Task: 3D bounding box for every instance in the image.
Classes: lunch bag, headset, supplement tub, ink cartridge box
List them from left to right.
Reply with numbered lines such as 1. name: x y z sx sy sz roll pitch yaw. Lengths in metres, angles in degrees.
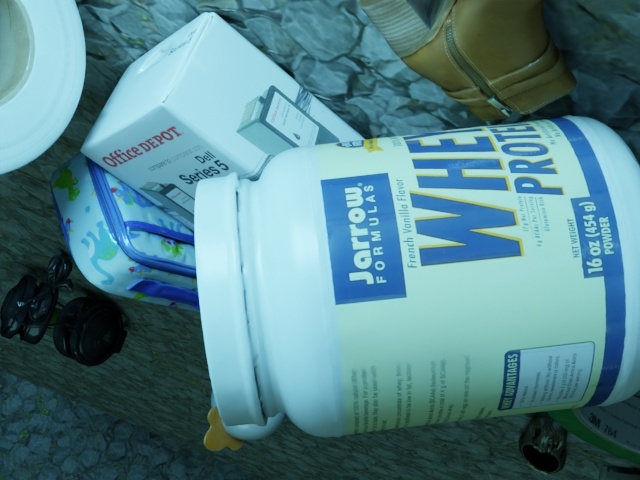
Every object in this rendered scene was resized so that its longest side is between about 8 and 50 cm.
1. headset: -0.506 0.133 1.689 0.244 0.185 0.394 19 171 -2
2. lunch bag: -0.185 -0.011 0.966 0.090 0.176 0.219 -36 150 21
3. ink cartridge box: -0.074 -0.076 0.867 0.273 0.114 0.198 36 153 -26
4. supplement tub: 0.076 0.031 0.687 0.325 0.235 0.235 -7 153 -1

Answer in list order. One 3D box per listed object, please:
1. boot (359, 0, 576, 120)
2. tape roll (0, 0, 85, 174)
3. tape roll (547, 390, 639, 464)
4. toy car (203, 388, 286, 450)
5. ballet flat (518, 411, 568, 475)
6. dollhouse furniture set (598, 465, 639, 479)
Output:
1. boot: 0.140 -0.150 0.598 0.152 0.072 0.197 37 159 -33
2. tape roll: -0.361 -0.172 0.767 0.169 0.246 0.246 1 148 40
3. tape roll: 0.434 0.199 1.035 0.321 0.077 0.321 19 155 9
4. toy car: -0.090 0.191 1.215 0.219 0.238 0.210 18 147 37
5. ballet flat: 0.368 0.348 1.413 0.084 0.058 0.250 16 155 16
6. dollhouse furniture set: 0.538 0.463 1.362 0.303 0.173 0.356 36 152 -26
